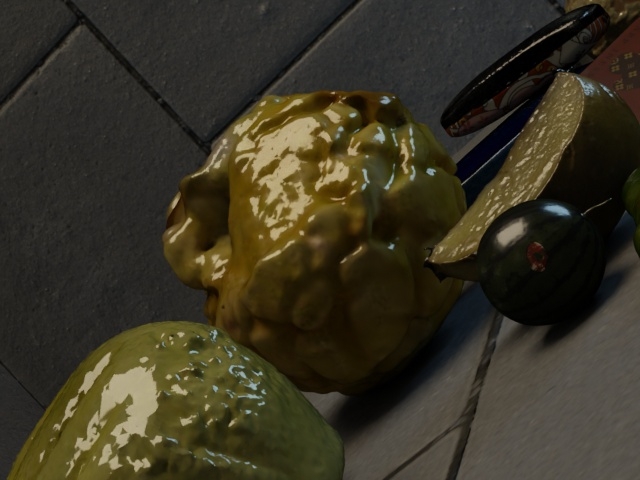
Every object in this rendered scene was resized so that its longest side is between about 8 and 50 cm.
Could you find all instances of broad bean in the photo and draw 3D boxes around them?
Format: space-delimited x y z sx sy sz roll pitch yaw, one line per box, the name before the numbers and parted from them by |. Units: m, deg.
broad bean | 0.276 -0.024 1.083 0.256 0.052 0.052 -58 -27 -70

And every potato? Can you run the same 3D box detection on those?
potato | 0.222 -0.031 1.224 0.243 0.138 0.098 -54 29 -7

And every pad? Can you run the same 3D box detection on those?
pad | 0.398 -0.207 1.542 0.267 0.004 0.181 -44 37 -11

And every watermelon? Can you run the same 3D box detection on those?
watermelon | 0.193 0.009 1.106 0.133 0.105 0.105 -44 2 15

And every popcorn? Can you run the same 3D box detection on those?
popcorn | 0.013 0.006 1.533 0.344 0.354 0.390 -41 43 -9

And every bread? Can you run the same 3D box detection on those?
bread | -0.137 0.225 1.075 0.320 0.237 0.320 -59 7 12

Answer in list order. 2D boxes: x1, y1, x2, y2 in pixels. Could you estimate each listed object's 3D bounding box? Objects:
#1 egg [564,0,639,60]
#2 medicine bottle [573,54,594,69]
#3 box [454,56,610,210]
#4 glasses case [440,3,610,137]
egg | 0.450 -0.338 1.835 0.245 0.203 0.203 -37 -1 -30
medicine bottle | 0.431 -0.295 2.125 0.135 0.135 0.215 -41 3 33
box | 0.274 -0.106 1.738 0.279 0.116 0.261 -41 2 1
glasses case | 0.269 -0.224 1.760 0.267 0.067 0.103 -35 5 32
